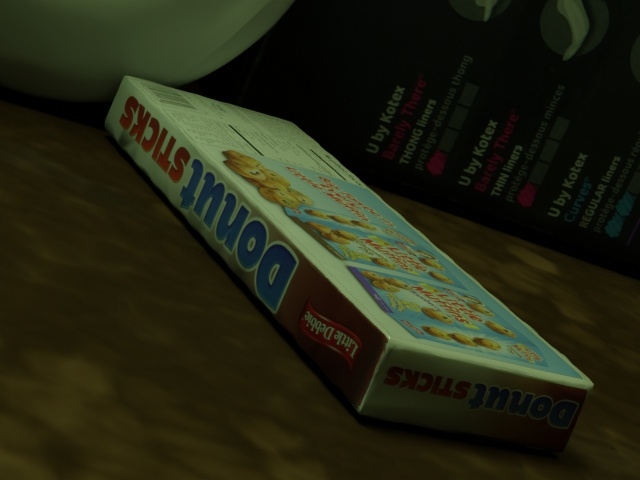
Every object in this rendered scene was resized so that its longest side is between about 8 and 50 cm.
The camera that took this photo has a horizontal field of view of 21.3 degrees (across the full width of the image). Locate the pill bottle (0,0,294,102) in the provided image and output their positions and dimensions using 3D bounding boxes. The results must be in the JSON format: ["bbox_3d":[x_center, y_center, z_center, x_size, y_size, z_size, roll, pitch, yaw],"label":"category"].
[{"bbox_3d":[-0.109,-0.168,0.612,0.161,0.161,0.283,16,17,-28],"label":"pill bottle"}]

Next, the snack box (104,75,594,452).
[{"bbox_3d":[0.000,0.000,0.465,0.064,0.022,0.178,15,17,-33],"label":"snack box"}]

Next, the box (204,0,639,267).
[{"bbox_3d":[0.098,-0.088,0.684,0.270,0.143,0.165,18,15,-17],"label":"box"}]
